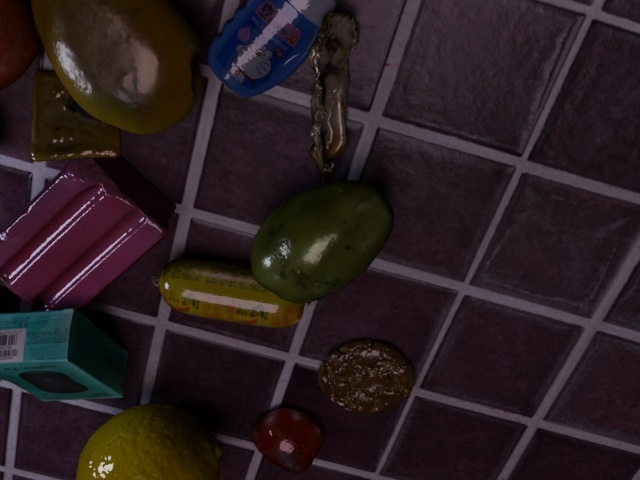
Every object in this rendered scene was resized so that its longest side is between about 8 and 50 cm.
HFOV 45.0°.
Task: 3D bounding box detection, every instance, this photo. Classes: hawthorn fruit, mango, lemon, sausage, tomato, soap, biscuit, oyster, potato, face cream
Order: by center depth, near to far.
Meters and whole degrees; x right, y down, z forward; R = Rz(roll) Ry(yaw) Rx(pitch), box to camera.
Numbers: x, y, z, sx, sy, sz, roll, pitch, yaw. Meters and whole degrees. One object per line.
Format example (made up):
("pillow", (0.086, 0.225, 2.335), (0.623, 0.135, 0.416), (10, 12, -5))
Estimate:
("hawthorn fruit", (-0.610, -0.348, 1.330), (0.235, 0.263, 0.231), (13, 165, -9))
("mango", (-0.357, -0.351, 1.336), (0.253, 0.182, 0.365), (-23, 117, 18))
("face cream", (-0.076, -0.373, 1.360), (0.149, 0.083, 0.264), (38, 116, -22))
("oyster", (0.010, -0.251, 1.404), (0.078, 0.129, 0.345), (17, 131, 16))
("biscuit", (-0.461, -0.236, 1.449), (0.174, 0.039, 0.183), (-6, 82, 5))
("potato", (0.002, 0.002, 1.504), (0.304, 0.216, 0.216), (-26, 116, 15))
("soap", (-0.500, -0.013, 1.583), (0.359, 0.128, 0.233), (-37, 113, 23))
("sausage", (-0.188, 0.111, 1.634), (0.347, 0.123, 0.123), (9, 121, -2))
("biscuit", (0.106, 0.320, 1.785), (0.226, 0.042, 0.226), (3, 121, 4))
("lemon", (-0.401, 0.539, 1.808), (0.336, 0.336, 0.336), (2, 121, 3))
("tomato", (-0.085, 0.502, 1.875), (0.173, 0.099, 0.189), (28, 120, -14))

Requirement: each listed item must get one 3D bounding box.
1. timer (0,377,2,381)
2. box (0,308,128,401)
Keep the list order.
("timer", (-0.734, 0.197, 1.640), (0.078, 0.253, 0.178), (-15, 139, -7))
("box", (-0.568, 0.255, 1.671), (0.205, 0.118, 0.311), (-2, 155, 7))
